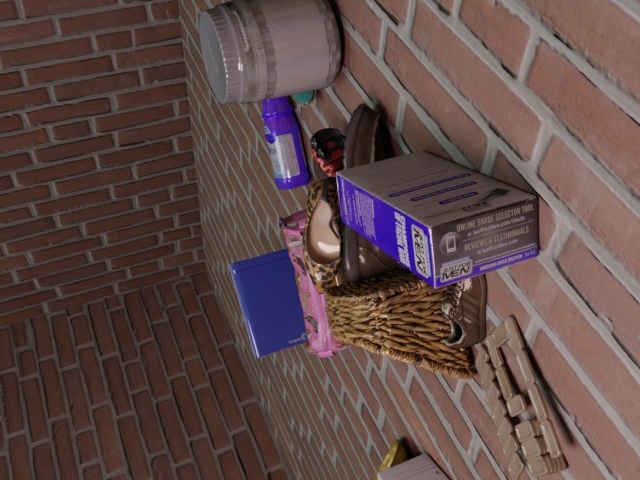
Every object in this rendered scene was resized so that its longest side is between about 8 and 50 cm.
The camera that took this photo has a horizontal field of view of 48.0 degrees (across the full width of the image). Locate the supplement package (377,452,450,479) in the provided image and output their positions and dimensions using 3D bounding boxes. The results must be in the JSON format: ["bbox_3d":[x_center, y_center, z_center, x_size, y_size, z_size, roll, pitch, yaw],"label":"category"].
[{"bbox_3d":[0.247,0.619,1.613,0.244,0.139,0.133,-142,39,-60],"label":"supplement package"}]

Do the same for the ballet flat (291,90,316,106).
[{"bbox_3d":[-0.054,-0.410,1.805,0.067,0.073,0.206,48,-160,-65],"label":"ballet flat"}]

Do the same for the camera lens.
[{"bbox_3d":[-0.104,-0.423,1.571,0.219,0.274,0.219,165,90,-72],"label":"camera lens"}]

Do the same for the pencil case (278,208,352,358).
[{"bbox_3d":[0.001,0.109,1.893,0.160,0.167,0.385,8,115,53],"label":"pencil case"}]

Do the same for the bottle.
[{"bbox_3d":[-0.103,-0.284,1.983,0.118,0.092,0.282,-160,56,-70],"label":"bottle"}]

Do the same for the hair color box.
[{"bbox_3d":[0.178,-0.049,1.184,0.339,0.185,0.110,-141,39,-62],"label":"hair color box"}]

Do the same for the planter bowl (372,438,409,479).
[{"bbox_3d":[0.185,0.619,1.804,0.090,0.217,0.217,28,150,6],"label":"planter bowl"}]

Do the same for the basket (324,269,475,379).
[{"bbox_3d":[0.139,0.188,1.452,0.299,0.214,0.222,180,76,-72],"label":"basket"}]

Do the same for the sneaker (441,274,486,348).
[{"bbox_3d":[0.251,0.109,1.280,0.066,0.071,0.188,-146,43,-64],"label":"sneaker"}]

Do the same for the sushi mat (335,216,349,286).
[{"bbox_3d":[0.047,0.012,1.780,0.151,0.019,0.316,-38,-63,-72],"label":"sushi mat"}]

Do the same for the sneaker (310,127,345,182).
[{"bbox_3d":[0.059,-0.120,1.632,0.135,0.098,0.276,94,151,-62],"label":"sneaker"}]

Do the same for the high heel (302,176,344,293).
[{"bbox_3d":[0.000,0.000,1.478,0.186,0.093,0.261,-59,-26,-79],"label":"high heel"}]

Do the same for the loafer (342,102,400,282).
[{"bbox_3d":[0.113,-0.096,1.477,0.134,0.130,0.365,-56,-34,-83],"label":"loafer"}]

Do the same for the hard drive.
[{"bbox_3d":[-0.158,0.204,2.366,0.040,0.210,0.318,160,94,-72],"label":"hard drive"}]

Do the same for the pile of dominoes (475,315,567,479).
[{"bbox_3d":[0.344,0.275,1.234,0.196,0.040,0.251,111,148,-63],"label":"pile of dominoes"}]
